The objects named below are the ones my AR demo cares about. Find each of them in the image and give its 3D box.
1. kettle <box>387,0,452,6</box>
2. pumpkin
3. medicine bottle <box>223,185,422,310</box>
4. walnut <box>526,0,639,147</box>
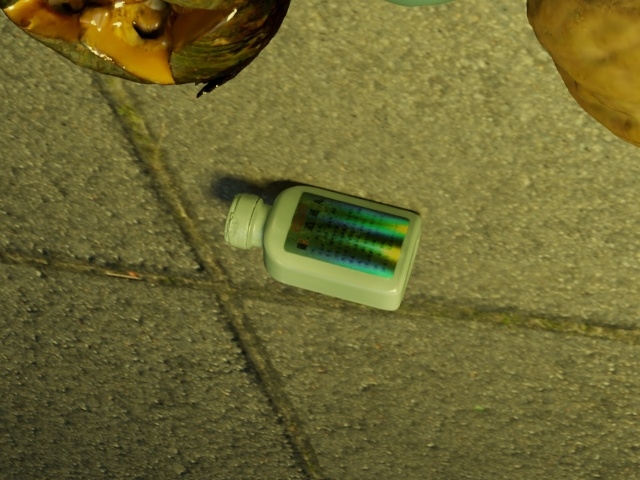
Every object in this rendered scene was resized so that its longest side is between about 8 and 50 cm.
[{"bbox_3d":[0.024,-0.342,1.319,0.319,0.247,0.342,41,174,41],"label":"kettle"},{"bbox_3d":[-0.171,-0.278,1.533,0.320,0.192,0.320,15,152,8],"label":"pumpkin"},{"bbox_3d":[0.000,0.000,1.982,0.229,0.121,0.083,15,151,6],"label":"medicine bottle"},{"bbox_3d":[0.322,-0.211,1.290,0.344,0.306,0.306,-5,144,46],"label":"walnut"}]
